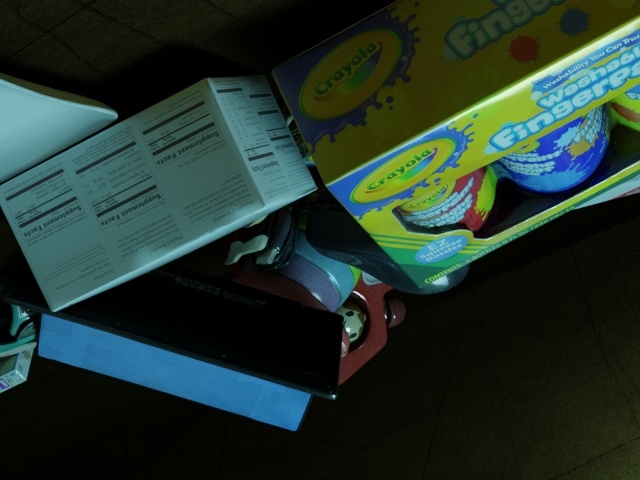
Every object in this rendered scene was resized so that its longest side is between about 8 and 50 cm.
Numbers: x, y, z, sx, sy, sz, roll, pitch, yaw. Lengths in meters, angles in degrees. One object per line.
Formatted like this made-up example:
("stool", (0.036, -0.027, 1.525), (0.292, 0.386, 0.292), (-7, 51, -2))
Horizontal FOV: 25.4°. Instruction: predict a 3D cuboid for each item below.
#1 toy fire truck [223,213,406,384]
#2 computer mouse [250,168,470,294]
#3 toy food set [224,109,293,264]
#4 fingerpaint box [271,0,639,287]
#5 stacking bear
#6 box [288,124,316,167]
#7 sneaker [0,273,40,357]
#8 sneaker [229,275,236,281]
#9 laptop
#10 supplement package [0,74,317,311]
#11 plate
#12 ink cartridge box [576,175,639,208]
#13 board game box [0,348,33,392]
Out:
("toy fire truck", (0.012, 0.066, 2.118), (0.254, 0.302, 0.169), (-11, -175, -27))
("computer mouse", (0.059, -0.016, 1.801), (0.272, 0.188, 0.072), (18, 146, 12))
("toy food set", (-0.075, -0.074, 1.654), (0.038, 0.192, 0.132), (23, 162, -20))
("fingerpaint box", (0.226, -0.157, 1.552), (0.445, 0.163, 0.371), (-28, 155, 8))
("stacking bear", (0.000, 0.000, 1.933), (0.175, 0.164, 0.289), (-8, -137, 47))
("box", (0.071, -0.128, 1.791), (0.233, 0.044, 0.159), (-4, 174, -35))
("sneaker", (-0.374, 0.088, 1.963), (0.302, 0.108, 0.121), (-23, 170, 3))
("sneaker", (-0.093, 0.058, 2.471), (0.188, 0.067, 0.078), (-28, -172, 18))
("laptop", (-0.186, 0.158, 1.748), (0.382, 0.236, 0.408), (16, -165, -2))
("supplement package", (-0.168, -0.054, 1.511), (0.262, 0.145, 0.204), (-25, -179, 17))
("plate", (-0.368, -0.092, 1.327), (0.277, 0.045, 0.278), (-26, 168, 17))
("ink cartridge box", (0.531, -0.205, 2.129), (0.279, 0.160, 0.385), (-11, 164, -42))
("board game box", (-0.465, 0.162, 2.078), (0.103, 0.154, 0.026), (-25, 124, 20))
